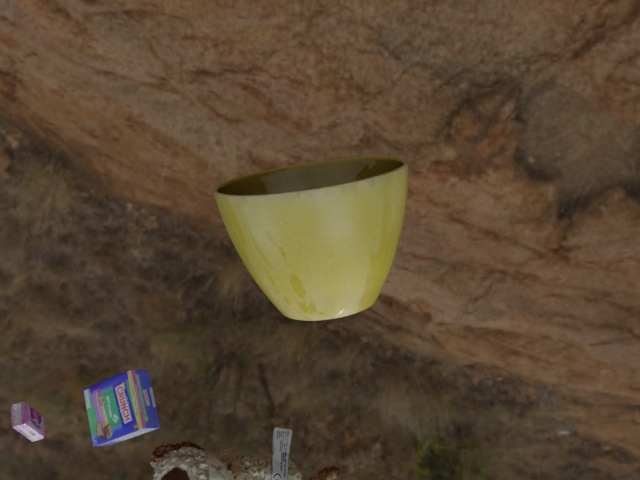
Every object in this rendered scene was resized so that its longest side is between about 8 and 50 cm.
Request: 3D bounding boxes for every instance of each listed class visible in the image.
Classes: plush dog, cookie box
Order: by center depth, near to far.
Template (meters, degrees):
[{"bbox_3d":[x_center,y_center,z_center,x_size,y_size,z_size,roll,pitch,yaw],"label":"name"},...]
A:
[{"bbox_3d":[-0.110,0.350,1.115,0.225,0.211,0.262,-13,105,54],"label":"plush dog"},{"bbox_3d":[-0.300,0.252,1.264,0.107,0.091,0.040,-24,161,28],"label":"cookie box"}]

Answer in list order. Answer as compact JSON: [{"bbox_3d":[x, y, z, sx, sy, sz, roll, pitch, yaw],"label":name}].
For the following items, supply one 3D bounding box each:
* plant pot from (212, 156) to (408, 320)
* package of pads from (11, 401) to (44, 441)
[{"bbox_3d":[0.000,0.000,0.585,0.134,0.134,0.095,-5,103,15],"label":"plant pot"},{"bbox_3d":[-0.563,0.348,1.619,0.032,0.050,0.083,-17,145,3],"label":"package of pads"}]
